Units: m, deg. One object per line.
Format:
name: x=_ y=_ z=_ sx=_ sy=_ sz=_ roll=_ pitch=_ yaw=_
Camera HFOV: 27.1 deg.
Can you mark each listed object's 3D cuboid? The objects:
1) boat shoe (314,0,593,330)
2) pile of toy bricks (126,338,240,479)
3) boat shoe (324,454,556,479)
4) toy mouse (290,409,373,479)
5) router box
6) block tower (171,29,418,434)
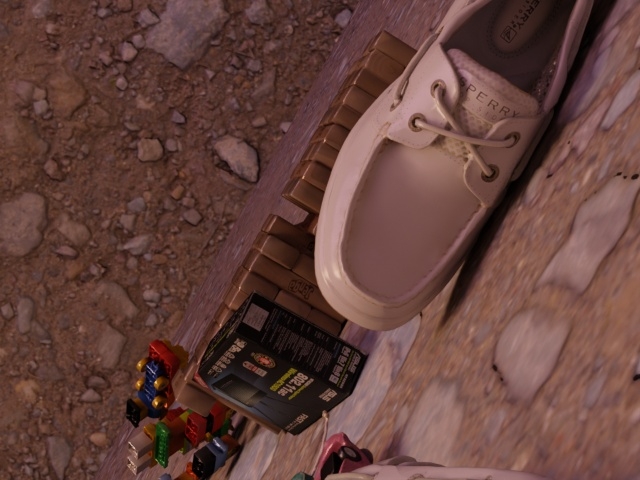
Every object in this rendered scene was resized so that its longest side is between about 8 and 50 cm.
boat shoe: x=0.085 y=-0.077 z=0.784 sx=0.277 sy=0.098 sz=0.096 roll=-62 pitch=7 yaw=-16
pile of toy bricks: x=-0.111 y=0.167 z=1.261 sx=0.105 sy=0.118 sz=0.212 roll=-33 pitch=-26 yaw=-31
boat shoe: x=0.034 y=0.124 z=0.516 sx=0.076 sy=0.083 sz=0.226 roll=-51 pitch=16 yaw=-19
toy mouse: x=-0.001 y=0.153 z=0.749 sx=0.161 sy=0.031 sz=0.143 roll=-55 pitch=10 yaw=37
router box: x=-0.032 y=0.091 z=0.959 sx=0.038 sy=0.092 sz=0.122 roll=-65 pitch=8 yaw=-28
block tower: x=0.000 y=0.000 z=1.092 sx=0.335 sy=0.097 sz=0.091 roll=-59 pitch=7 yaw=-3
